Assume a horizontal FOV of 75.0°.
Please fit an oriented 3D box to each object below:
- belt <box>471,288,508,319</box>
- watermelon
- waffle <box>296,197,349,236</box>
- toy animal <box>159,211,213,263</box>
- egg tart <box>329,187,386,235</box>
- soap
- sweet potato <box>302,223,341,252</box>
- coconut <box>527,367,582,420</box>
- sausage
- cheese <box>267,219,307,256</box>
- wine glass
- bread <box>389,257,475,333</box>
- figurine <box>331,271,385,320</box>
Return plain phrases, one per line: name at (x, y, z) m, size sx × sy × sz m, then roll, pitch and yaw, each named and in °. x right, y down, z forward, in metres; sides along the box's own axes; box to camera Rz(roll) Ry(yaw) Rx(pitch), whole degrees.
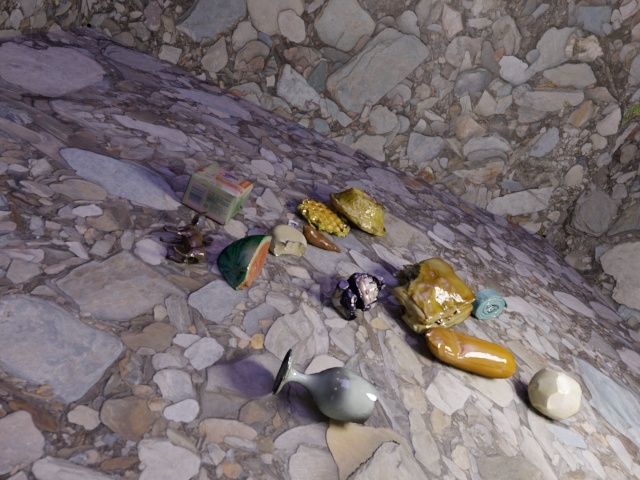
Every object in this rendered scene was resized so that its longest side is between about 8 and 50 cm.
belt at (0.731, 0.280, 1.838) m, size 0.163 × 0.147 × 0.082 m, roll 45°, pitch 10°, yaw -38°
watermelon at (-0.265, 0.047, 1.356) m, size 0.146 × 0.129 × 0.231 m, roll 14°, pitch 27°, yaw 11°
waffle at (0.017, -0.114, 1.937) m, size 0.280 × 0.060 × 0.262 m, roll 32°, pitch 27°, yaw 8°
toy animal at (-0.410, -0.006, 1.326) m, size 0.185 × 0.094 × 0.214 m, roll -3°, pitch 47°, yaw -39°
egg tart at (0.202, -0.160, 2.061) m, size 0.345 × 0.133 × 0.345 m, roll 31°, pitch 18°, yaw -11°
soap at (-0.388, -0.180, 1.580) m, size 0.199 × 0.139 × 0.182 m, roll 27°, pitch 26°, yaw 0°
sweet potato at (-0.006, 0.002, 1.721) m, size 0.226 × 0.068 × 0.068 m, roll 36°, pitch 21°, yaw -28°
coconut at (0.809, 0.529, 1.453) m, size 0.162 × 0.161 × 0.161 m, roll 31°, pitch 26°, yaw -12°
sausage at (0.509, 0.390, 1.461) m, size 0.353 × 0.116 × 0.134 m, roll 20°, pitch 42°, yaw -10°
cheese at (-0.138, -0.024, 1.617) m, size 0.163 × 0.071 × 0.249 m, roll 16°, pitch 29°, yaw -25°
wine glass at (0.011, 0.362, 1.026) m, size 0.241 × 0.127 × 0.126 m, roll 24°, pitch 27°, yaw -6°
bread at (0.426, 0.198, 1.638) m, size 0.369 × 0.192 × 0.314 m, roll 2°, pitch 37°, yaw -39°
figurine at (0.134, 0.186, 1.470) m, size 0.222 × 0.145 × 0.145 m, roll -19°, pitch 52°, yaw -42°
